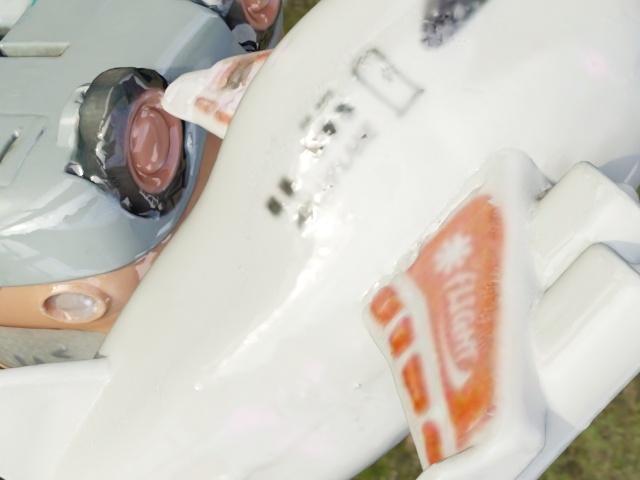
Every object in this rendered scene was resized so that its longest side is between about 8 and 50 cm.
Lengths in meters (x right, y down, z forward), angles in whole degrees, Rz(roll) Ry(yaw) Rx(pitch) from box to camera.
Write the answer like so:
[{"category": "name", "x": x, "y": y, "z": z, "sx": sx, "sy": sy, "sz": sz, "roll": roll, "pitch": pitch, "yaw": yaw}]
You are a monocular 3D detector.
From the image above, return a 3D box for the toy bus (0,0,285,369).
[{"category": "toy bus", "x": -0.124, "y": -0.042, "z": 0.809, "sx": 0.232, "sy": 0.194, "sz": 0.288, "roll": 72, "pitch": 31, "yaw": -43}]

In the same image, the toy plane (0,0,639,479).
[{"category": "toy plane", "x": 0.003, "y": 0.002, "z": 0.438, "sx": 0.118, "sy": 0.252, "sz": 0.252, "roll": 41, "pitch": 70, "yaw": -33}]
